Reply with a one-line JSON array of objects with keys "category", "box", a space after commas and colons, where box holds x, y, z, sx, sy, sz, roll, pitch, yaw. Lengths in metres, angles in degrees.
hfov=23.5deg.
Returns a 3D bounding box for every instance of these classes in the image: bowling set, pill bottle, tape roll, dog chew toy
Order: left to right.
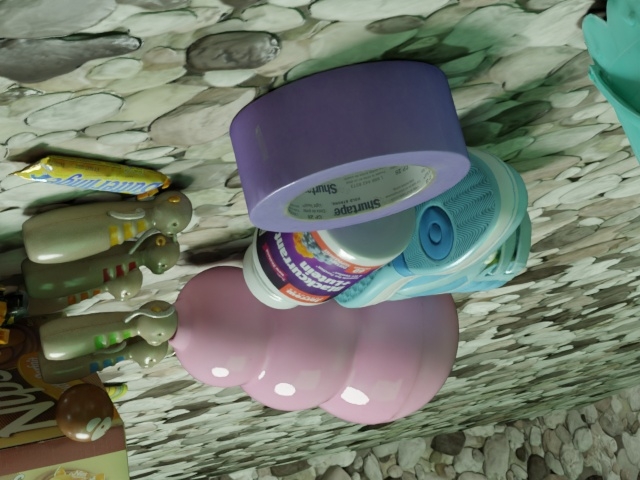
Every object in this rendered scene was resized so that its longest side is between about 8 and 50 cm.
[{"category": "bowling set", "box": [-0.192, 0.084, 1.458, 0.154, 0.200, 0.287, -12, 170, -15]}, {"category": "dog chew toy", "box": [-0.014, 0.098, 1.688, 0.331, 0.207, 0.206, 5, 158, -30]}, {"category": "pill bottle", "box": [0.000, 0.000, 1.475, 0.108, 0.108, 0.193, -6, 163, -30]}, {"category": "tape roll", "box": [0.024, -0.074, 1.274, 0.189, 0.080, 0.189, -13, 165, -3]}]

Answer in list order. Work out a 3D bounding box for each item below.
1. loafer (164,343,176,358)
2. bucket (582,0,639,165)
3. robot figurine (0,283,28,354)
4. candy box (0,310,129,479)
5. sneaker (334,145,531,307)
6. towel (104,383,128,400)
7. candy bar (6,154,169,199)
[{"category": "loafer", "box": [-0.089, 0.127, 1.911, 0.268, 0.092, 0.102, -2, 161, -39]}, {"category": "bucket", "box": [0.358, -0.124, 1.190, 0.281, 0.183, 0.281, -15, 165, -4]}, {"category": "robot figurine", "box": [-0.411, 0.086, 1.414, 0.291, 0.085, 0.211, -16, 159, 29]}, {"category": "candy box", "box": [-0.317, 0.176, 1.569, 0.182, 0.088, 0.316, -10, -159, -17]}, {"category": "sneaker", "box": [0.154, -0.022, 1.523, 0.208, 0.127, 0.319, -6, 171, -29]}, {"category": "towel", "box": [-0.386, 0.223, 2.149, 0.102, 0.021, 0.237, -31, 158, 34]}, {"category": "candy bar", "box": [-0.188, -0.054, 1.275, 0.040, 0.018, 0.161, -23, 163, 32]}]
